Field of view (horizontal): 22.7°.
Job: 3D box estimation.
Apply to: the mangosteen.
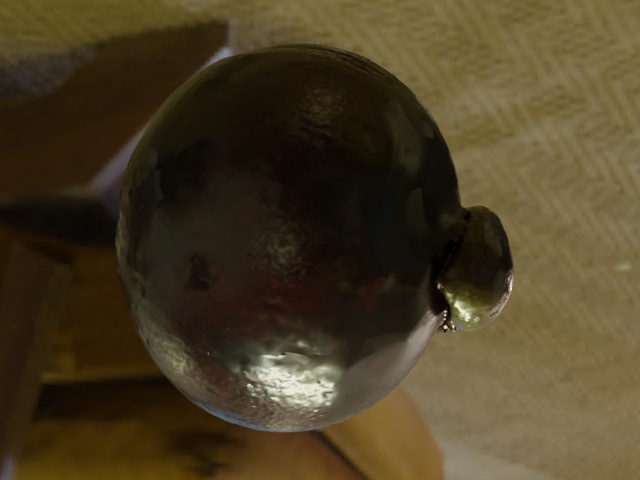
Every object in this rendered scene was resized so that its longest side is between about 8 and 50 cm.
[{"bbox_3d":[0.000,0.000,0.597,0.152,0.152,0.152,1,154,0],"label":"mangosteen"}]
